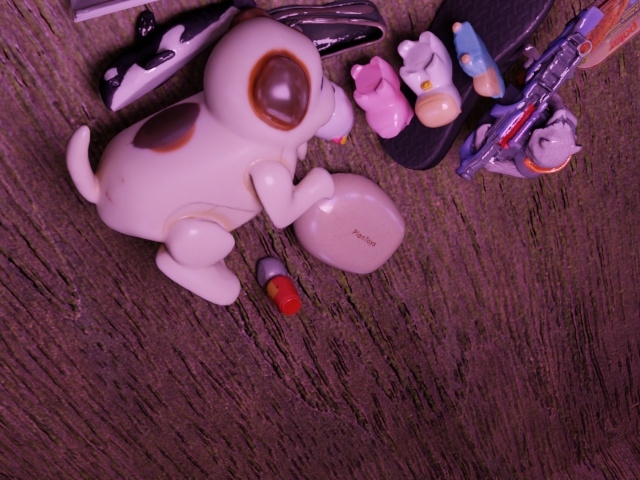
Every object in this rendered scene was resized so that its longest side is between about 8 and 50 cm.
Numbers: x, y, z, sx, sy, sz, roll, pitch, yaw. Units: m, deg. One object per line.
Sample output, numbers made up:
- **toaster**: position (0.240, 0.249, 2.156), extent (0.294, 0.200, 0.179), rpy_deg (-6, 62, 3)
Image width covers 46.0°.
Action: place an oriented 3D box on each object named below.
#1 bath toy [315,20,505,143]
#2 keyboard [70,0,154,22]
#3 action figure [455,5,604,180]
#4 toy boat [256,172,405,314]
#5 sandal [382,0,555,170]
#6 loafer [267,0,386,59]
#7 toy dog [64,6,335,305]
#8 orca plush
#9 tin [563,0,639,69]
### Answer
- **bath toy**: position (0.128, -0.244, 1.292), extent (0.348, 0.151, 0.129), rpy_deg (-13, 160, 30)
- **keyboard**: position (-0.255, -0.388, 1.152), extent (0.256, 0.072, 0.014), rpy_deg (-17, 136, -6)
- **action figure**: position (0.391, -0.233, 1.307), extent (0.178, 0.330, 0.341), rpy_deg (33, 116, -14)
- **toy boat**: position (0.000, 0.000, 1.499), extent (0.318, 0.148, 0.267), rpy_deg (-45, 131, 8)
- **sandal**: position (0.264, -0.325, 1.340), extent (0.107, 0.167, 0.446), rpy_deg (-8, 139, -52)
- **loafer**: position (-0.020, -0.339, 1.257), extent (0.267, 0.084, 0.096), rpy_deg (-17, 129, -6)
- **toy dog**: position (-0.154, -0.169, 1.200), extent (0.395, 0.284, 0.408), rpy_deg (32, 115, -31)
- **orca plush**: position (-0.244, -0.328, 1.186), extent (0.287, 0.151, 0.102), rpy_deg (-35, 97, 12)
- **tin**: position (0.540, -0.406, 1.423), extent (0.190, 0.040, 0.106), rpy_deg (-39, 124, 13)
